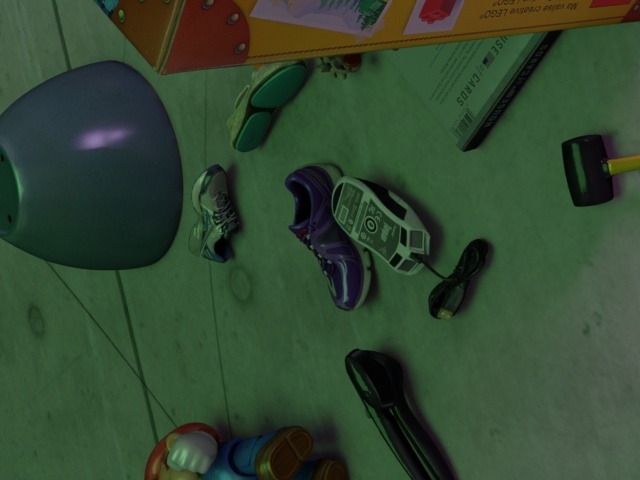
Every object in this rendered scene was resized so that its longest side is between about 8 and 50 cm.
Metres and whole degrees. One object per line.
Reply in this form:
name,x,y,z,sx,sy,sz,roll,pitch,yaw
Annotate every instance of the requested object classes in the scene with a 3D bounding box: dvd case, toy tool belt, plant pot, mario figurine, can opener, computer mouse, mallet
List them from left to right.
plant pot,-0.348,-0.088,1.656,0.290,0.195,0.290,18,114,47
mario figurine,-0.119,0.319,1.528,0.320,0.170,0.198,-16,91,50
toy tool belt,0.019,-0.197,1.304,0.083,0.052,0.051,54,168,29
can opener,0.082,0.199,1.336,0.059,0.073,0.186,-35,83,41
computer mouse,0.089,-0.006,1.279,0.193,0.042,0.106,42,135,27
dvd case,0.118,-0.231,1.182,0.239,0.029,0.179,55,137,23
mallet,0.282,-0.077,1.030,0.189,0.039,0.062,-19,90,47

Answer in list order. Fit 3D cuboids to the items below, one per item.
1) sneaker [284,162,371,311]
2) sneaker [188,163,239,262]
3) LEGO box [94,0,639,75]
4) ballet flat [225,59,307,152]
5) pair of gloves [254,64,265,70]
sneaker,0.000,0.000,1.361,0.068,0.071,0.170,-26,81,51
sneaker,-0.124,-0.031,1.527,0.058,0.052,0.135,29,130,31
LEGO box,0.020,-0.322,0.900,0.372,0.500,0.193,49,133,31
ballet flat,-0.070,-0.167,1.410,0.168,0.057,0.052,-50,53,45
pair of gloves,-0.066,-0.239,1.416,0.083,0.010,0.074,-31,78,53
